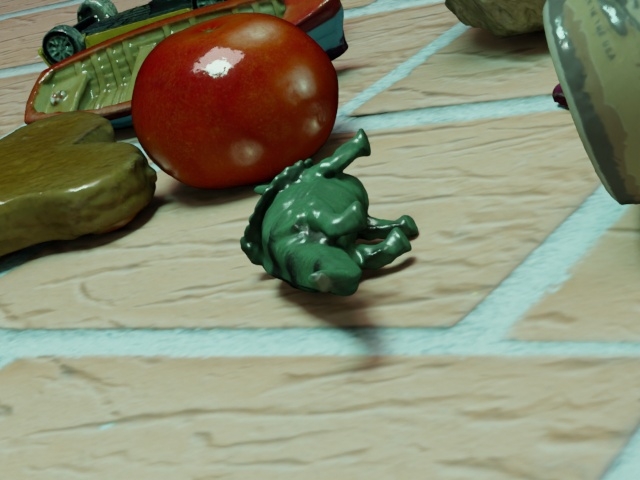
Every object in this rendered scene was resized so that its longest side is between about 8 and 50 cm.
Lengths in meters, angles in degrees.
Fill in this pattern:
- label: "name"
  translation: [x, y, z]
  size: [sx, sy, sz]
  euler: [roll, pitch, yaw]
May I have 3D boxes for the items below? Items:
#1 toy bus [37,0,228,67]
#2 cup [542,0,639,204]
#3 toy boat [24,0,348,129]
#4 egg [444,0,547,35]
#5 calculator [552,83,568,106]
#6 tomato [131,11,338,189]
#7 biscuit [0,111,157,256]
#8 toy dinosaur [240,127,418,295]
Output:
- label: "toy bus"
  translation: [-0.152, -0.239, 1.773]
  size: [0.335, 0.123, 0.121]
  euler: [-12, 22, 23]
- label: "cup"
  translation: [0.285, -0.128, 0.958]
  size: [0.257, 0.227, 0.301]
  euler: [-18, -10, 19]
- label: "toy boat"
  translation: [-0.141, -0.188, 1.657]
  size: [0.392, 0.079, 0.136]
  euler: [-13, 46, 24]
- label: "egg"
  translation: [0.202, -0.324, 1.466]
  size: [0.279, 0.279, 0.310]
  euler: [-27, 29, -19]
- label: "calculator"
  translation: [0.269, -0.129, 1.203]
  size: [0.126, 0.034, 0.190]
  euler: [-26, 19, -13]
- label: "tomato"
  translation: [-0.077, -0.127, 1.375]
  size: [0.195, 0.136, 0.195]
  euler: [-17, 19, 6]
- label: "biscuit"
  translation: [-0.364, -0.014, 1.460]
  size: [0.394, 0.076, 0.368]
  euler: [-21, 19, -13]
- label: "toy dinosaur"
  translation: [0.015, -0.008, 1.058]
  size: [0.120, 0.079, 0.292]
  euler: [-29, 18, -9]
